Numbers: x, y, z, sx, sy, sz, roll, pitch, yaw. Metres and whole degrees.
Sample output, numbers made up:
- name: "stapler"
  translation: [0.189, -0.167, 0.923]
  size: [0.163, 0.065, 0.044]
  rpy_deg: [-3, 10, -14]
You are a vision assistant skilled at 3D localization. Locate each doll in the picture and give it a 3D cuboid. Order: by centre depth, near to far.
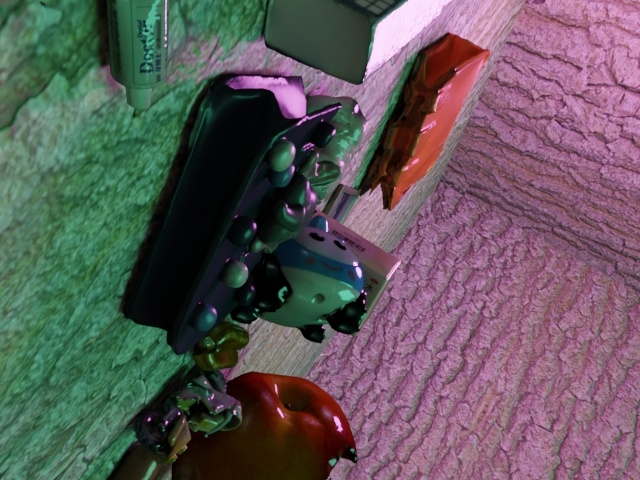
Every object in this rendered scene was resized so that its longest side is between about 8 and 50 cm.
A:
- name: "doll"
  translation: [0.000, -0.129, 0.963]
  size: [0.192, 0.095, 0.149]
  rpy_deg: [-62, 172, 6]

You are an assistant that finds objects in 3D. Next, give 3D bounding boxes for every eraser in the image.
- name: "eraser"
  translation: [0.066, -0.288, 0.734]
  size: [0.287, 0.130, 0.086]
  rpy_deg: [-48, 161, -40]

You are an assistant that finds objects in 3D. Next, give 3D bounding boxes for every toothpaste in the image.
- name: "toothpaste"
  translation: [-0.122, -0.182, 0.430]
  size: [0.064, 0.041, 0.218]
  rpy_deg: [-41, 156, -41]

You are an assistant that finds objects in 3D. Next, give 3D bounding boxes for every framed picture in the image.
- name: "framed picture"
  translation: [0.000, 0.000, 1.511]
  size: [0.289, 0.016, 0.213]
  rpy_deg: [-60, 169, 7]

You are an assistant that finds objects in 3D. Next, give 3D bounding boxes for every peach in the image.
- name: "peach"
  translation: [-0.130, 0.442, 1.334]
  size: [0.406, 0.310, 0.335]
  rpy_deg: [-48, 162, 27]

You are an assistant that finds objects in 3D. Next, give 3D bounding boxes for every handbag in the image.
- name: "handbag"
  translation: [-0.086, -0.036, 0.789]
  size: [0.325, 0.118, 0.269]
  rpy_deg: [-61, 170, 23]
- name: "handbag"
  translation: [0.254, -0.298, 1.603]
  size: [0.303, 0.116, 0.410]
  rpy_deg: [-41, 159, -50]

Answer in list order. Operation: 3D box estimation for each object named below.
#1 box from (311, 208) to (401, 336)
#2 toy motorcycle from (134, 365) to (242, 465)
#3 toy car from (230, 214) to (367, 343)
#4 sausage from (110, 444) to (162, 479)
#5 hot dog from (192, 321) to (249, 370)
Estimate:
- name: "box"
  translation: [0.030, 0.062, 1.292]
  size: [0.095, 0.212, 0.168]
  rpy_deg: [-40, 158, -57]
- name: "toy motorcycle"
  translation: [-0.210, 0.298, 1.085]
  size: [0.094, 0.129, 0.229]
  rpy_deg: [-42, 178, 28]
- name: "toy car"
  translation: [-0.033, 0.054, 1.046]
  size: [0.255, 0.189, 0.190]
  rpy_deg: [145, -40, -64]
- name: "sausage"
  translation: [-0.326, 0.417, 1.072]
  size: [0.154, 0.062, 0.062]
  rpy_deg: [-57, 169, -12]
- name: "hot dog"
  translation: [-0.174, 0.180, 1.107]
  size: [0.092, 0.062, 0.235]
  rpy_deg: [-56, 172, -10]
